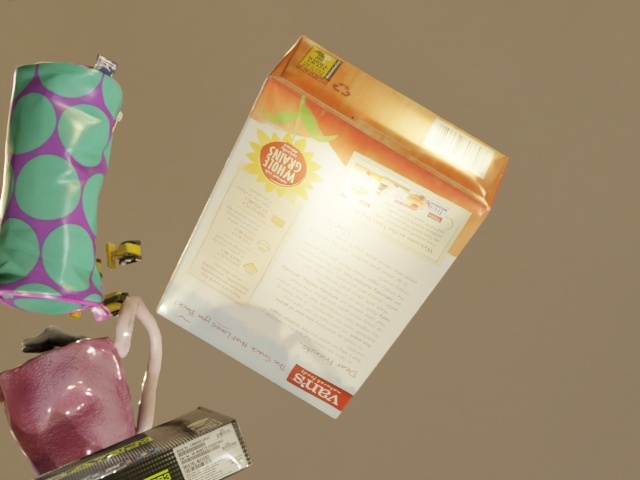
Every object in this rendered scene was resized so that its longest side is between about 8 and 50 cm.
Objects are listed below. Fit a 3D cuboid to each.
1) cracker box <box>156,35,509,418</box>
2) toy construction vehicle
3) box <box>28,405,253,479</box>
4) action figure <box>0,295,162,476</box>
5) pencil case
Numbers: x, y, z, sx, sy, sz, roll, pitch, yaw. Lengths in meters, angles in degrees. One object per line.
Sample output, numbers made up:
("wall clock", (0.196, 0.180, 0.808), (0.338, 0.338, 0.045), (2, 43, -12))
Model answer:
("cracker box", (0.000, 0.000, 0.721), (0.232, 0.156, 0.067), (-58, -179, 40))
("toy construction vehicle", (-0.258, 0.046, 1.256), (0.098, 0.035, 0.085), (-13, -107, 26))
("box", (-0.161, 0.191, 0.851), (0.191, 0.045, 0.184), (-22, -178, -15))
("action figure", (-0.232, 0.292, 1.167), (0.276, 0.248, 0.370), (-27, -116, -1))
("pencil case", (-0.153, -0.031, 0.631), (0.064, 0.070, 0.151), (-19, -117, 52))
